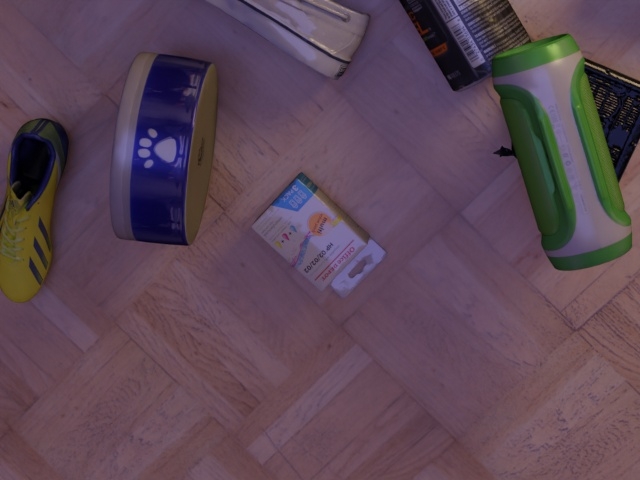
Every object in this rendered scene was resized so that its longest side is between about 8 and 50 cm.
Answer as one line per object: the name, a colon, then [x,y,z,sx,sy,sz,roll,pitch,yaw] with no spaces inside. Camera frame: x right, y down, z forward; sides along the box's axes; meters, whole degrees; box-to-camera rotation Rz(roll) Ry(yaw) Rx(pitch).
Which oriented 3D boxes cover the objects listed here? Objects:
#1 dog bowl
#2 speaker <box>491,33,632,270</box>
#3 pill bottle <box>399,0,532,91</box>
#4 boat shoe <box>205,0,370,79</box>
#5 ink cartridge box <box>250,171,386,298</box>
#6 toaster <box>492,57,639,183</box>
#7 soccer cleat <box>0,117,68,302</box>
dog bowl: [-0.216,-0.127,1.808,0.104,0.265,0.265,7,102,2]
speaker: [0.320,-0.116,1.711,0.131,0.131,0.297,-17,100,9]
pill bottle: [0.180,-0.341,1.792,0.130,0.130,0.246,-30,96,11]
boat shoe: [-0.088,-0.385,1.809,0.367,0.136,0.156,33,103,-4]
ink cartridge box: [0.000,0.000,1.915,0.181,0.061,0.104,42,103,-4]
toaster: [0.360,-0.170,1.818,0.185,0.110,0.168,22,103,1]
soccer cleat: [-0.443,-0.041,1.922,0.093,0.121,0.289,14,103,2]
